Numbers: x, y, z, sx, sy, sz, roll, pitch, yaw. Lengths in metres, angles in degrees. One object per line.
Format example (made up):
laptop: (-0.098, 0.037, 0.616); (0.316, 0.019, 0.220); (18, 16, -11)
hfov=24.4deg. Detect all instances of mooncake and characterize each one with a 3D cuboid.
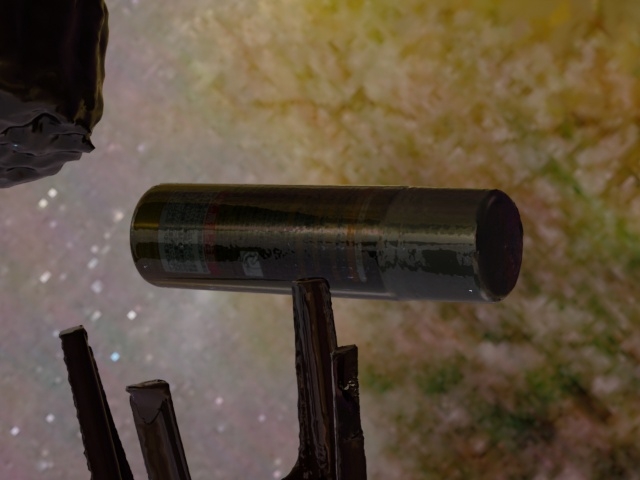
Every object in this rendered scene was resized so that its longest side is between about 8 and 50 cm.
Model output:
mooncake: (-0.253, -0.110, 1.001); (0.228, 0.228, 0.124); (18, -117, -58)

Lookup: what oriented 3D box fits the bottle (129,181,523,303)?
bottle: (0.000, 0.000, 1.056); (0.286, 0.082, 0.082); (2, 172, 31)

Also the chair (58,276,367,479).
chair: (-0.031, 0.206, 0.848); (0.183, 0.175, 0.326); (-150, 51, -74)
